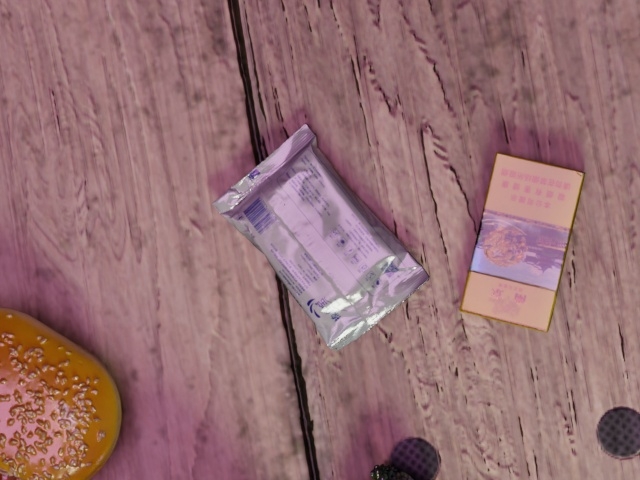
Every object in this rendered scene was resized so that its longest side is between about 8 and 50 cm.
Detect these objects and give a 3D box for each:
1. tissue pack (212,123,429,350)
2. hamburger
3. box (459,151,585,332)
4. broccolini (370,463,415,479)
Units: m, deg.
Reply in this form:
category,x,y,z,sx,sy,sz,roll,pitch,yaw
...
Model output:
category,x,y,z,sx,sy,sz,roll,pitch,yaw
tissue pack,0.000,0.000,1.701,0.122,0.026,0.193,-40,84,11
hamburger,-0.296,0.164,1.725,0.210,0.116,0.173,32,95,9
box,0.189,0.002,1.664,0.087,0.023,0.155,13,95,8
broccolini,0.006,0.399,1.688,0.079,0.074,0.392,23,95,17
